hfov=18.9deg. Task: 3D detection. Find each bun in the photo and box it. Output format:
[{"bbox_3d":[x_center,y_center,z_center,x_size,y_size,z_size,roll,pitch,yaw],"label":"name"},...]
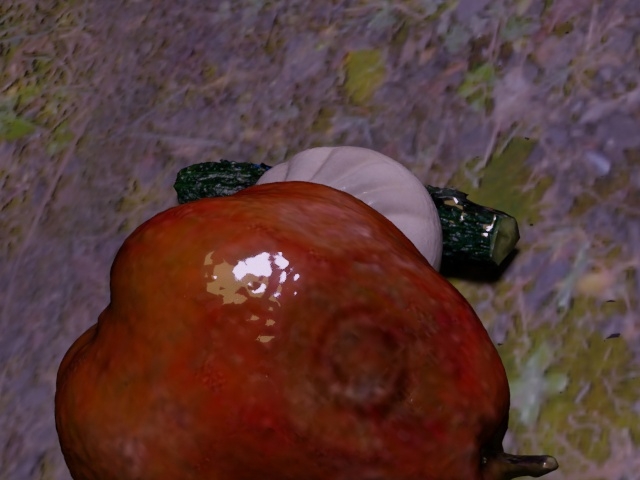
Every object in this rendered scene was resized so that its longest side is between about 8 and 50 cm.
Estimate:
[{"bbox_3d":[0.000,0.000,1.149,0.138,0.094,0.138,-9,64,19],"label":"bun"}]

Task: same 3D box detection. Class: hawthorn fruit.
[{"bbox_3d":[-0.002,0.088,0.998,0.261,0.224,0.224,25,56,23],"label":"hawthorn fruit"}]

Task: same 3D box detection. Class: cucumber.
[{"bbox_3d":[0.007,-0.022,1.234,0.257,0.044,0.043,10,25,31],"label":"cucumber"}]
